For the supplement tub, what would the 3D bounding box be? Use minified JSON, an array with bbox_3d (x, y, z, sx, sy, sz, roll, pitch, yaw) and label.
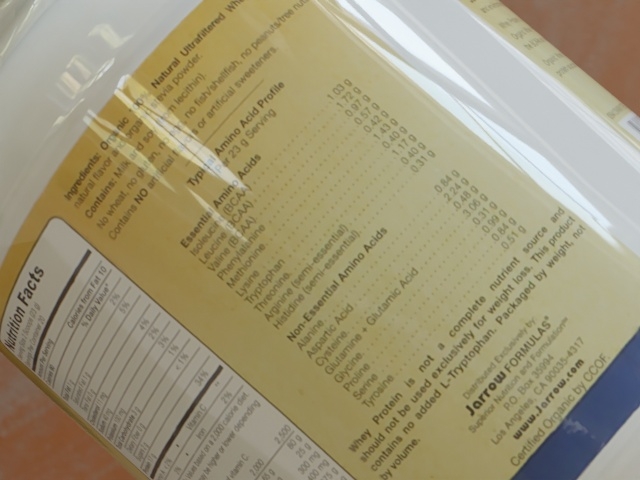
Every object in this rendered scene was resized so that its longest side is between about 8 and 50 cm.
[{"bbox_3d":[0.000,0.000,0.616,0.228,0.316,0.228,-47,172,-9],"label":"supplement tub"}]
